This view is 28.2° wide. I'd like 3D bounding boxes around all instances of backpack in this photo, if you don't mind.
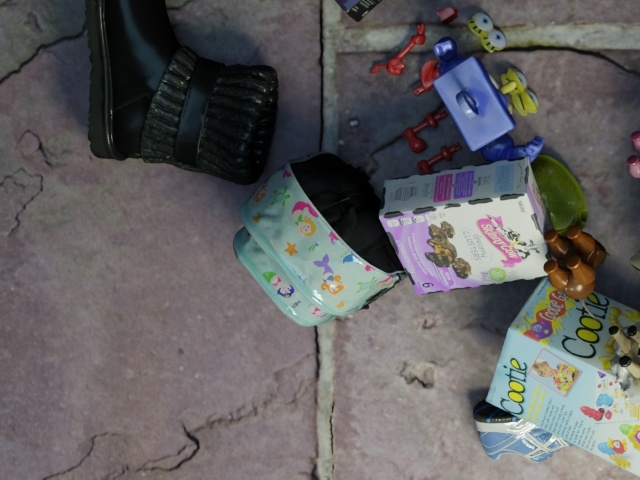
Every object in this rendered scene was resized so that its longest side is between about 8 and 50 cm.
[{"bbox_3d":[0.000,0.000,1.705,0.191,0.253,0.225,-41,84,12],"label":"backpack"}]

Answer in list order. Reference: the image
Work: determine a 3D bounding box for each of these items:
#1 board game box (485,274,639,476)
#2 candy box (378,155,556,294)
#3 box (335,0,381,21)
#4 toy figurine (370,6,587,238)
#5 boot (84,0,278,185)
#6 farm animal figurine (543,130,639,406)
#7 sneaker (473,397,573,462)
[{"bbox_3d":[0.378,0.181,1.641,0.275,0.142,0.144,26,133,17],"label":"board game box"},{"bbox_3d":[0.196,-0.016,1.664,0.196,0.070,0.165,-9,135,21],"label":"candy box"},{"bbox_3d":[0.030,-0.464,1.756,0.184,0.103,0.261,-41,84,9],"label":"box"},{"bbox_3d":[0.199,-0.138,1.671,0.191,0.217,0.363,-28,86,13],"label":"toy figurine"},{"bbox_3d":[-0.186,-0.260,1.795,0.260,0.131,0.348,7,105,19],"label":"boot"},{"bbox_3d":[0.463,0.019,1.564,0.330,0.172,0.327,-37,42,13],"label":"farm animal figurine"},{"bbox_3d":[0.318,0.255,1.744,0.211,0.080,0.081,-3,115,13],"label":"sneaker"}]
